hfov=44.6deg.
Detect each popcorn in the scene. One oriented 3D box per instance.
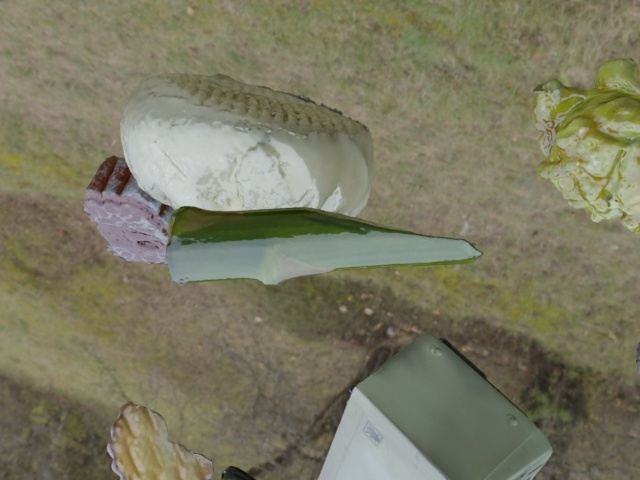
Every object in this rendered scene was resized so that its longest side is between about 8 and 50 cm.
[{"bbox_3d":[0.576,-0.168,1.528,0.335,0.279,0.274,33,120,-31],"label":"popcorn"}]

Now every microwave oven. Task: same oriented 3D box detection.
[{"bbox_3d":[0.203,0.427,1.477,0.333,0.247,0.394,44,141,25],"label":"microwave oven"}]

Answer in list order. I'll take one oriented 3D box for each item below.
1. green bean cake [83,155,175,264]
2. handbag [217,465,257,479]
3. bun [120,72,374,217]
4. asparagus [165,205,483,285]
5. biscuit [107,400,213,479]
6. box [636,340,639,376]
[{"bbox_3d":[-0.304,-0.042,1.321,0.198,0.097,0.233,9,152,22],"label":"green bean cake"},{"bbox_3d":[-0.111,0.395,0.923,0.181,0.181,0.254,31,139,29],"label":"handbag"},{"bbox_3d":[-0.105,-0.104,1.099,0.359,0.211,0.360,16,-164,-5],"label":"bun"},{"bbox_3d":[0.000,0.000,0.440,0.178,0.045,0.041,-3,130,6],"label":"asparagus"},{"bbox_3d":[-0.269,0.345,1.236,0.183,0.118,0.061,46,157,-7],"label":"biscuit"},{"bbox_3d":[0.458,0.142,0.920,0.151,0.151,0.135,-3,168,43],"label":"box"}]
